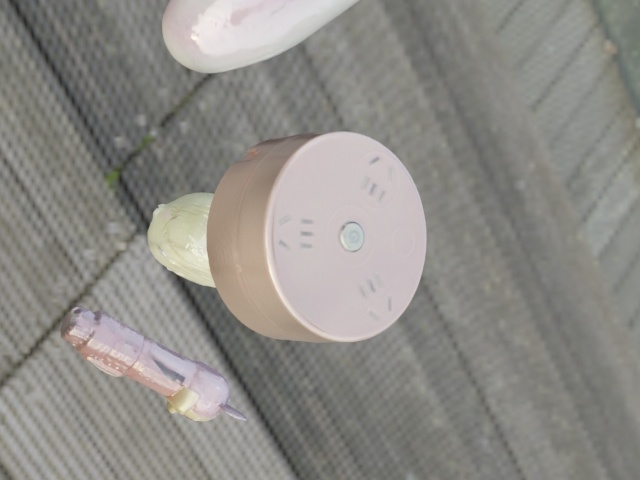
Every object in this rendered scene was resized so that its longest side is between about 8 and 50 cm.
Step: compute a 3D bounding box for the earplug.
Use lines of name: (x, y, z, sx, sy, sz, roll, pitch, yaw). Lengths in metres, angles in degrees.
earplug: (-0.027, -0.269, 1.615, 0.301, 0.172, 0.172, -40, 122, -13)

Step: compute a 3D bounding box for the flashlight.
flashlight: (-0.090, 0.069, 0.877, 0.110, 0.052, 0.031, 30, 94, -24)

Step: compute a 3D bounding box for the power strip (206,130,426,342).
power strip: (0.000, 0.000, 1.169, 0.154, 0.078, 0.154, 3, 86, -40)

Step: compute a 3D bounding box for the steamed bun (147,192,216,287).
steamed bun: (-0.117, -0.004, 1.781, 0.130, 0.112, 0.091, 36, 68, -48)
